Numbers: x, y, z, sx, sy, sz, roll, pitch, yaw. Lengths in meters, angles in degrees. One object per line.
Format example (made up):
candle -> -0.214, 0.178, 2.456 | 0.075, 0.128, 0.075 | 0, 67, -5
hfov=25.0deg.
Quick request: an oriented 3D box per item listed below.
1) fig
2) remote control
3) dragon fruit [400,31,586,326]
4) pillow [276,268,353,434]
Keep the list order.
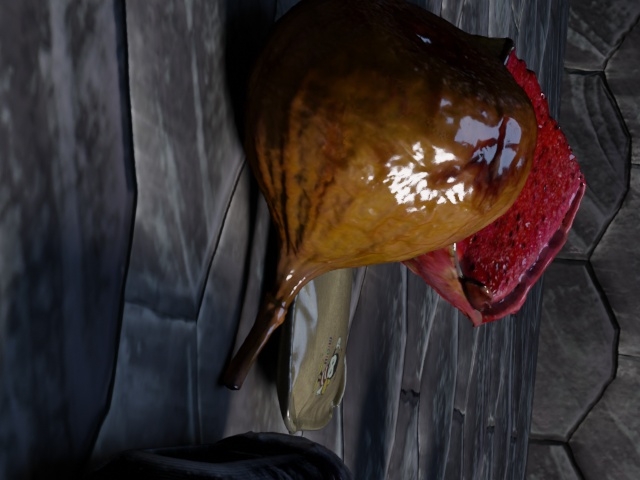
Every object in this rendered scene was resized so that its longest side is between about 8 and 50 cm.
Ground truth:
fig -> 0.015, -0.018, 0.719 | 0.134, 0.146, 0.201 | -102, -147, -69
remote control -> -0.034, 0.105, 0.587 | 0.266, 0.090, 0.066 | 5, 106, -77
dragon fruit -> 0.083, -0.034, 0.991 | 0.274, 0.126, 0.161 | 43, 62, -61
pillow -> 0.001, 0.000, 0.815 | 0.130, 0.033, 0.217 | 27, 68, -76
